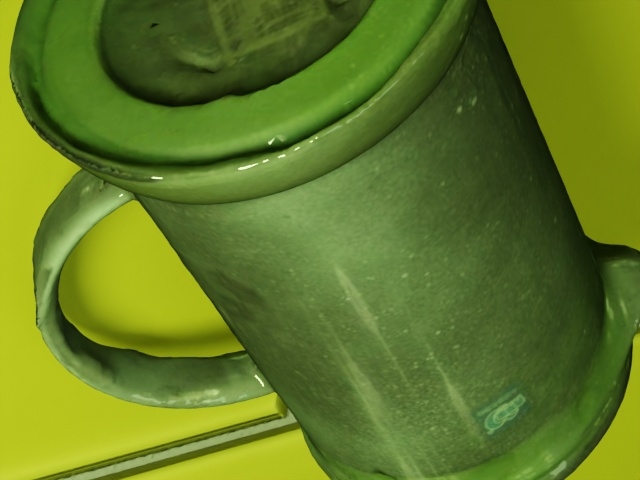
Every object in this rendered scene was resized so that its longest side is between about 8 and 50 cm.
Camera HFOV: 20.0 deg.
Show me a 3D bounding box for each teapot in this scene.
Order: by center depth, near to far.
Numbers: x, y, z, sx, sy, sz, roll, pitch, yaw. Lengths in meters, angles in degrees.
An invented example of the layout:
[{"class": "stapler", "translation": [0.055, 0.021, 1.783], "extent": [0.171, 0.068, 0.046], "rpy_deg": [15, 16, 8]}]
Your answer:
[{"class": "teapot", "translation": [0.000, 0.000, 0.843], "extent": [0.270, 0.200, 0.337], "rpy_deg": [-25, 138, 7]}]
